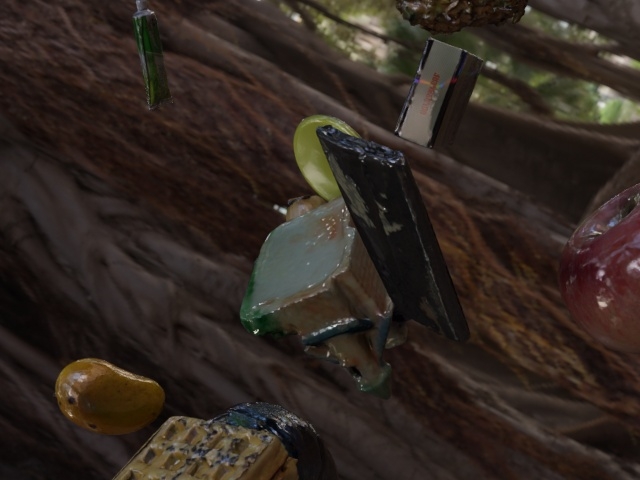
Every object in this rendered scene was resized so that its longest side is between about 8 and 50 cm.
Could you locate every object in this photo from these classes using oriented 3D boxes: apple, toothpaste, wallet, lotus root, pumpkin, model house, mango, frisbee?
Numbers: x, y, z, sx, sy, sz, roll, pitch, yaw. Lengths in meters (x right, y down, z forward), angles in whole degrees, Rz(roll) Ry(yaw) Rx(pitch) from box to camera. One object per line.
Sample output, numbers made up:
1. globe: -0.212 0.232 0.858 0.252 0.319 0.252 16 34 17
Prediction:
1. apple: 0.570 0.056 1.622 0.345 0.269 0.345 -41 5 5
2. toothpaste: -0.379 -0.418 2.153 0.078 0.047 0.248 -33 -57 -46
3. wallet: 0.094 -0.004 1.250 0.044 0.170 0.321 -39 -51 -16
4. lotus root: 0.000 0.000 2.068 0.118 0.221 0.125 -24 8 32
5. pumpkin: -0.130 0.491 1.851 0.363 0.266 0.363 -18 -66 -47
6. model house: 0.044 0.122 1.727 0.245 0.280 0.312 -25 27 24
7. mango: -0.351 0.262 1.586 0.115 0.178 0.090 -66 15 1
8. frisbee: 0.030 -0.166 2.074 0.017 0.236 0.236 -39 -23 -34

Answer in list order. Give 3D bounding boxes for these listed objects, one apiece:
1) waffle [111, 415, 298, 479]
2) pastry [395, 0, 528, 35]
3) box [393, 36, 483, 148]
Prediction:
1. waffle: -0.234 0.428 1.436 0.376 0.261 0.114 -47 -55 -41
2. pastry: 0.212 -0.418 1.506 0.193 0.275 0.275 -53 -14 -24
3. box: 0.243 -0.292 1.927 0.310 0.084 0.198 -25 -45 -74
